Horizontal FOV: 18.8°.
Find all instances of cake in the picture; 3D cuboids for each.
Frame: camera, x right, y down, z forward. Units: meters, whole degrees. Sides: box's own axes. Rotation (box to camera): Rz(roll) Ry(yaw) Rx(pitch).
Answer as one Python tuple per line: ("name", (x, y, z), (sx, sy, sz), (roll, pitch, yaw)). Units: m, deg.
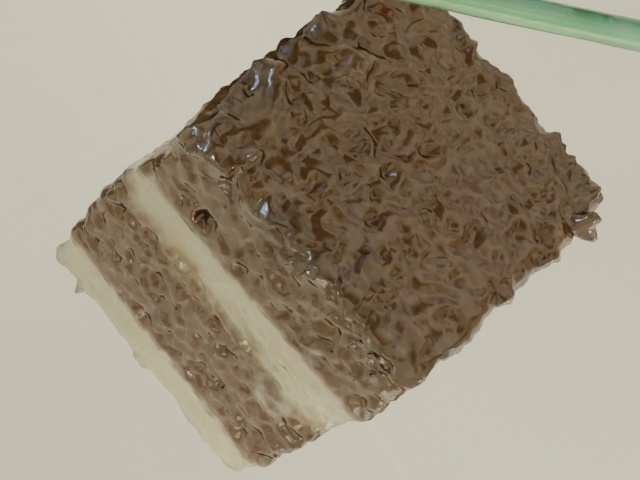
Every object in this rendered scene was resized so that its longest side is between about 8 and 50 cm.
("cake", (0.000, 0.000, 0.723), (0.135, 0.134, 0.147), (-38, 175, -38))

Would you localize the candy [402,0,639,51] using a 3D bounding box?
("candy", (0.108, -0.043, 0.456), (0.060, 0.201, 0.060), (12, 90, -80))
